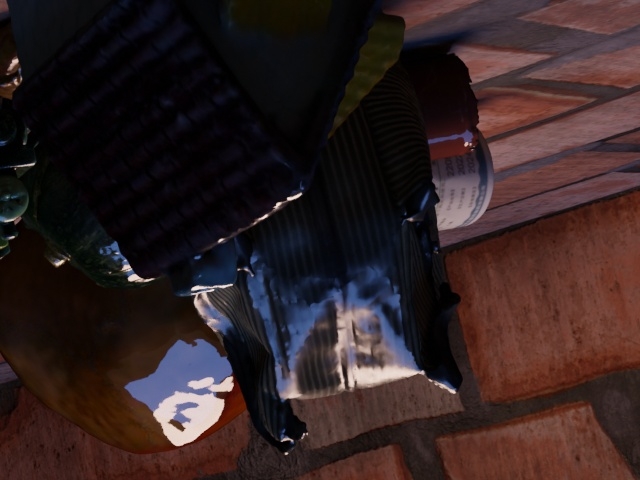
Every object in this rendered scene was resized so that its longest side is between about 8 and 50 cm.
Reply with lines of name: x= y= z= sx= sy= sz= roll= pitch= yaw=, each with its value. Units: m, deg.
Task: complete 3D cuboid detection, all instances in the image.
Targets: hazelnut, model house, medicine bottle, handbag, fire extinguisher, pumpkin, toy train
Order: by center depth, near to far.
model house: x=-0.049 y=-0.105 z=1.240 sx=0.230 sy=0.249 sz=0.280 roll=-10 pitch=172 yaw=-29
handbag: x=0.000 y=0.000 z=1.631 sx=0.247 sy=0.341 sz=0.240 roll=-17 pitch=-142 yaw=-7
toy train: x=-0.300 y=-0.050 z=1.670 sx=0.083 sy=0.132 sz=0.200 roll=-11 pitch=175 yaw=-22
pumpkin: x=-0.202 y=-0.037 z=1.748 sx=0.146 sy=0.190 sz=0.190 roll=-39 pitch=168 yaw=8
fire extinguisher: x=-0.013 y=-0.085 z=1.864 sx=0.337 sy=0.147 sz=0.106 roll=-12 pitch=-167 yaw=-11
hazelnut: x=-0.175 y=0.053 z=2.044 sx=0.365 sy=0.366 sz=0.366 roll=-13 pitch=173 yaw=-2
medicine bottle: x=0.075 y=-0.070 z=2.190 sx=0.236 sy=0.139 sz=0.139 roll=-7 pitch=171 yaw=-36

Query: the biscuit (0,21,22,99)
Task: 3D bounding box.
biscuit: x=-0.165 y=-0.152 z=1.493 sx=0.225 sy=0.042 sz=0.226 roll=-13 pitch=172 yaw=-2
